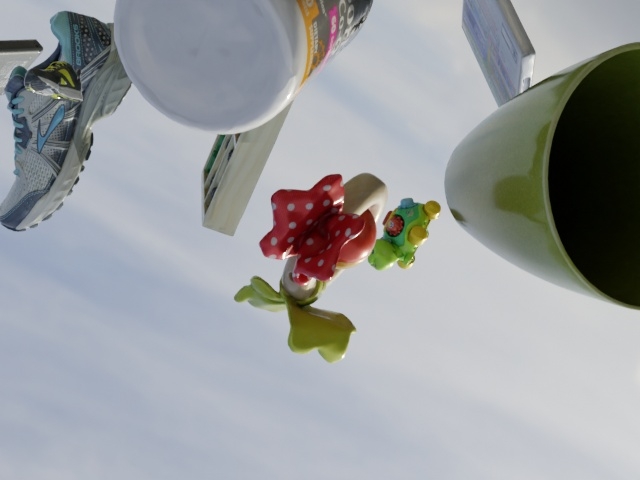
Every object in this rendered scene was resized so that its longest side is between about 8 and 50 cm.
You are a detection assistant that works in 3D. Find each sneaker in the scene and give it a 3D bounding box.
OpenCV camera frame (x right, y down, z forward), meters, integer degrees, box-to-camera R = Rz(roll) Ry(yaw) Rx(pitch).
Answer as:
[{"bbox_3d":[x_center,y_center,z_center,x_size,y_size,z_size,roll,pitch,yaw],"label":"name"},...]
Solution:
[{"bbox_3d":[-0.327,-0.146,1.650,0.122,0.283,0.110,24,-167,-26],"label":"sneaker"},{"bbox_3d":[-0.251,-0.153,1.310,0.031,0.035,0.083,1,173,19],"label":"sneaker"}]

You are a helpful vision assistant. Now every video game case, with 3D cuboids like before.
[{"bbox_3d":[0.239,-0.275,1.895,0.023,0.193,0.212,-17,-119,-6],"label":"video game case"}]

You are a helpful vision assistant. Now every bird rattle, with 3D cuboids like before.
[{"bbox_3d":[0.000,0.000,1.544,0.143,0.253,0.207,29,-130,18],"label":"bird rattle"}]

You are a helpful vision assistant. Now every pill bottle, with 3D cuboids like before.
[{"bbox_3d":[-0.046,-0.210,1.176,0.162,0.162,0.278,32,-146,3],"label":"pill bottle"}]

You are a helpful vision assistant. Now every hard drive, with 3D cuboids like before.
[{"bbox_3d":[-0.428,-0.223,1.820,0.022,0.094,0.135,49,-160,6],"label":"hard drive"}]

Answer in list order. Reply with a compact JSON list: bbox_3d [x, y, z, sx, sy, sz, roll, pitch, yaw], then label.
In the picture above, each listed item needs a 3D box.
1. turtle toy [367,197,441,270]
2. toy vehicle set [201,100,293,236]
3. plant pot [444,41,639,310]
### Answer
[{"bbox_3d":[0.113,-0.007,1.945,0.066,0.095,0.130,29,-122,5],"label":"turtle toy"},{"bbox_3d":[-0.060,-0.153,1.471,0.035,0.267,0.166,21,-162,-13],"label":"toy vehicle set"},{"bbox_3d":[0.272,-0.068,1.547,0.275,0.275,0.293,21,172,-26],"label":"plant pot"}]
